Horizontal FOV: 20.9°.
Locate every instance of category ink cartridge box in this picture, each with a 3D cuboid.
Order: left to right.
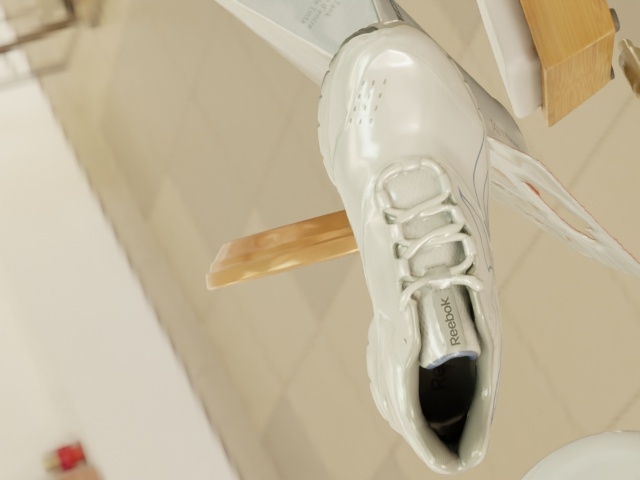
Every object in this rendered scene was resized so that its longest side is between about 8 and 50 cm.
[{"bbox_3d":[0.106,-0.121,1.422,0.385,0.091,0.308,32,178,35],"label":"ink cartridge box"}]

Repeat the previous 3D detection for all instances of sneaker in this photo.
[{"bbox_3d":[0.072,0.009,1.087,0.129,0.111,0.297,-111,8,-72],"label":"sneaker"}]

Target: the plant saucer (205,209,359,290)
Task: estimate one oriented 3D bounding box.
[{"bbox_3d":[0.000,0.000,1.425,0.200,0.200,0.037,-15,88,63],"label":"plant saucer"}]

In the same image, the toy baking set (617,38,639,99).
[{"bbox_3d":[0.398,-0.211,1.781,0.030,0.197,0.256,48,-159,-23],"label":"toy baking set"}]

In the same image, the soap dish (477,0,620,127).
[{"bbox_3d":[0.219,-0.254,1.765,0.291,0.118,0.229,42,-149,-80],"label":"soap dish"}]

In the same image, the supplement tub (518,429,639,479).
[{"bbox_3d":[0.271,0.315,1.402,0.207,0.207,0.338,48,171,40],"label":"supplement tub"}]
